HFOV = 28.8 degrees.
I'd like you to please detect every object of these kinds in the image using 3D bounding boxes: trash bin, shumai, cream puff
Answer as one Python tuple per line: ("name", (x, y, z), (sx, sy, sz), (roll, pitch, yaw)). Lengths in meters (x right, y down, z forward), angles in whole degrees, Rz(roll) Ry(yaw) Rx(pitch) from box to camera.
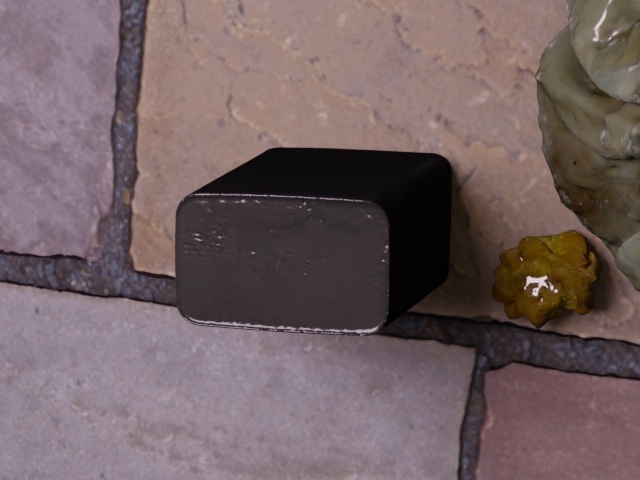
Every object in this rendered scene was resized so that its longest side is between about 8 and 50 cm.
("trash bin", (0.000, 0.000, 0.926), (0.165, 0.225, 0.115), (3, 101, 13))
("shumai", (0.288, -0.067, 0.825), (0.309, 0.263, 0.304), (9, 99, 13))
("cream puff", (0.177, 0.030, 0.973), (0.083, 0.058, 0.083), (22, 102, 12))
